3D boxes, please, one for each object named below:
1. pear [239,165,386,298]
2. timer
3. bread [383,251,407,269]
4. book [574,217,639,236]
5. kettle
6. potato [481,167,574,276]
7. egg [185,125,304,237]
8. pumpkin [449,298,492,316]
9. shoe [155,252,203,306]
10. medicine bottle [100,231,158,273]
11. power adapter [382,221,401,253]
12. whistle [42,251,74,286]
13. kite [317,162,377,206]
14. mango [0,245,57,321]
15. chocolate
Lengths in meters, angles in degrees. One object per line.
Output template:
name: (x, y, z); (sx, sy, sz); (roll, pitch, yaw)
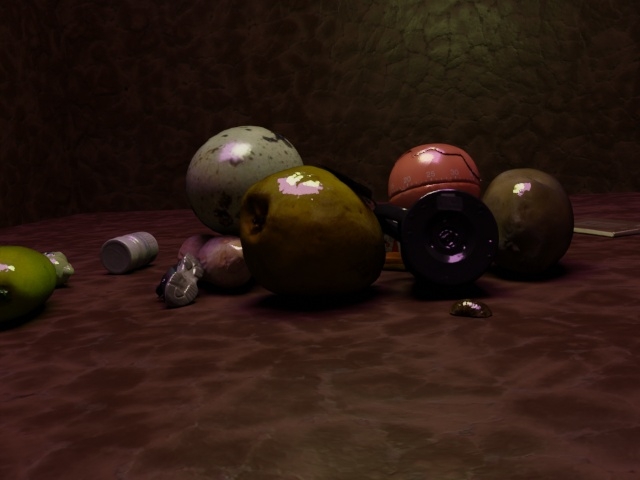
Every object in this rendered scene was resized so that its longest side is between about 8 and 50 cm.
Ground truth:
pear: (0.000, 0.000, 1.562); (0.375, 0.287, 0.287); (28, -12, -34)
timer: (0.283, -0.122, 1.805); (0.230, 0.214, 0.229); (0, -10, 0)
bread: (0.199, 0.054, 1.872); (0.094, 0.035, 0.090); (2, 10, 36)
book: (0.906, -0.044, 2.340); (0.217, 0.021, 0.310); (-7, 9, -23)
kettle: (0.247, 0.013, 1.614); (0.251, 0.207, 0.271); (-6, -9, 2)
potato: (0.489, -0.050, 1.733); (0.221, 0.243, 0.326); (3, 8, 17)
egg: (-0.189, -0.143, 1.839); (0.288, 0.287, 0.379); (0, 16, 26)
pumpkin: (0.280, 0.123, 1.350); (0.083, 0.028, 0.050); (7, 11, 36)
shoe: (-0.328, 0.103, 1.630); (0.099, 0.071, 0.169); (-31, 23, 25)
medicine bottle: (-0.550, 0.034, 2.104); (0.105, 0.105, 0.168); (-1, 7, 15)
power adapter: (0.195, -0.010, 2.001); (0.205, 0.130, 0.125); (1, 9, 38)
whistle: (-0.722, 0.075, 1.943); (0.105, 0.085, 0.227); (-6, 9, -24)
kite: (0.079, -0.114, 1.610); (0.141, 0.015, 0.245); (33, 1, 23)
mango: (-0.679, 0.088, 1.579); (0.192, 0.155, 0.343); (5, 3, -5)
chocolate: (-0.253, 0.050, 1.771); (0.134, 0.134, 0.309); (-8, 4, -33)
